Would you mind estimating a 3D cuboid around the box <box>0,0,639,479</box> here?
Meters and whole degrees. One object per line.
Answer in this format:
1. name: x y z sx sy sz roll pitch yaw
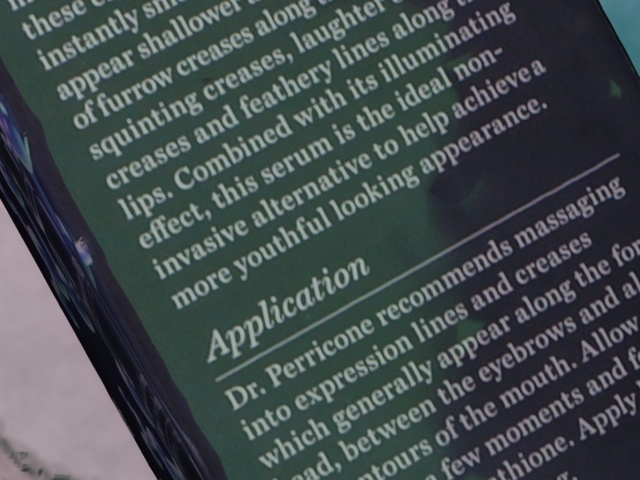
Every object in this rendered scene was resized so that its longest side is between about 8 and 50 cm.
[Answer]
1. box: 0.000 0.000 0.687 0.212 0.293 0.395 -29 90 -12
